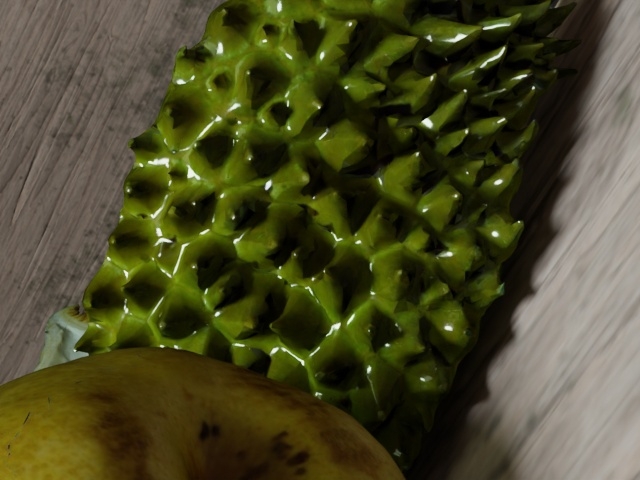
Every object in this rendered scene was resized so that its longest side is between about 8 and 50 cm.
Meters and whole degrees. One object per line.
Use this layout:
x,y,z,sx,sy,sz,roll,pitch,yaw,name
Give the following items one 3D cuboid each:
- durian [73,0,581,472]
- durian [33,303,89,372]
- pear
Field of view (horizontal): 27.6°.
0.001,-0.004,0.570,0.355,0.157,0.169,-64,-5,1,durian
-0.174,0.155,1.017,0.252,0.139,0.144,-79,14,-47,durian
-0.065,0.141,0.417,0.209,0.209,0.209,-59,13,23,pear
